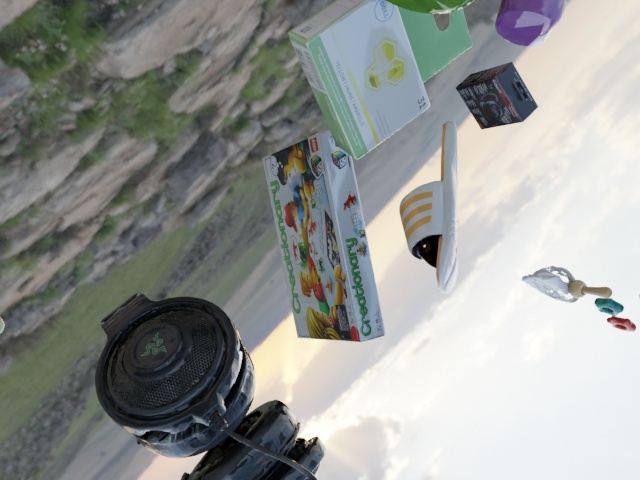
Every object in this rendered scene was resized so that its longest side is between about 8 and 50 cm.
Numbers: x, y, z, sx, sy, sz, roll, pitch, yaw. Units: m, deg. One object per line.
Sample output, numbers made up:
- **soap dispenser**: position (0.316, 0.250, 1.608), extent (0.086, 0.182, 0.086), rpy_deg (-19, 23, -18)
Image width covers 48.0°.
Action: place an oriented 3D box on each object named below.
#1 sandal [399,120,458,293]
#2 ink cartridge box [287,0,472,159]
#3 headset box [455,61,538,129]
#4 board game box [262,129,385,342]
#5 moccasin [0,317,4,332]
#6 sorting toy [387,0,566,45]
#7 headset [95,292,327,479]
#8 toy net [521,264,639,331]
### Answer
- **sandal**: position (0.144, -0.046, 0.953), extent (0.102, 0.076, 0.265), rpy_deg (73, 20, -52)
- **ink cartridge box**: position (0.092, -0.233, 0.857), extent (0.235, 0.171, 0.056), rpy_deg (-36, -139, -10)
- **headset box**: position (0.203, -0.164, 0.819), extent (0.032, 0.062, 0.083), rpy_deg (-43, -163, -19)
- **board game box**: position (0.000, 0.000, 1.104), extent (0.053, 0.306, 0.193), rpy_deg (-11, 180, -30)
- **moccasin**: position (-0.449, 0.144, 0.830), extent (0.380, 0.146, 0.139), rpy_deg (-101, -160, -58)
- **sorting toy**: position (0.089, -0.322, 0.715), extent (0.127, 0.365, 0.126), rpy_deg (148, -39, -73)
- **headset**: position (-0.112, 0.184, 0.643), extent (0.185, 0.243, 0.394), rpy_deg (-40, -160, -17)
- **toy net**: position (0.423, 0.083, 1.085), extent (0.045, 0.232, 0.122), rpy_deg (-65, 159, -19)
